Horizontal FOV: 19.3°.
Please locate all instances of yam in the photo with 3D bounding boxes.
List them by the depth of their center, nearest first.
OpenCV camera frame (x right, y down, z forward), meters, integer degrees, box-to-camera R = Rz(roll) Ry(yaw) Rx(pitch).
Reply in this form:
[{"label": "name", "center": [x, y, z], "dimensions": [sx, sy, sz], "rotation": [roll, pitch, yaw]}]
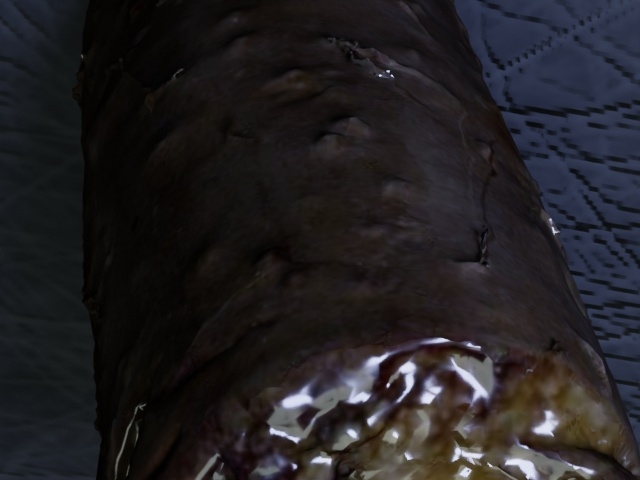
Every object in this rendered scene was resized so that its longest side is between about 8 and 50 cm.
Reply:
[{"label": "yam", "center": [-0.002, 0.000, 0.474], "dimensions": [0.131, 0.280, 0.131], "rotation": [-3, 120, -6]}]

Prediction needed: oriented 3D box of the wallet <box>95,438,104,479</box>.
[{"label": "wallet", "center": [0.017, 0.091, 0.520], "dimensions": [0.172, 0.318, 0.045], "rotation": [8, 110, -4]}]
